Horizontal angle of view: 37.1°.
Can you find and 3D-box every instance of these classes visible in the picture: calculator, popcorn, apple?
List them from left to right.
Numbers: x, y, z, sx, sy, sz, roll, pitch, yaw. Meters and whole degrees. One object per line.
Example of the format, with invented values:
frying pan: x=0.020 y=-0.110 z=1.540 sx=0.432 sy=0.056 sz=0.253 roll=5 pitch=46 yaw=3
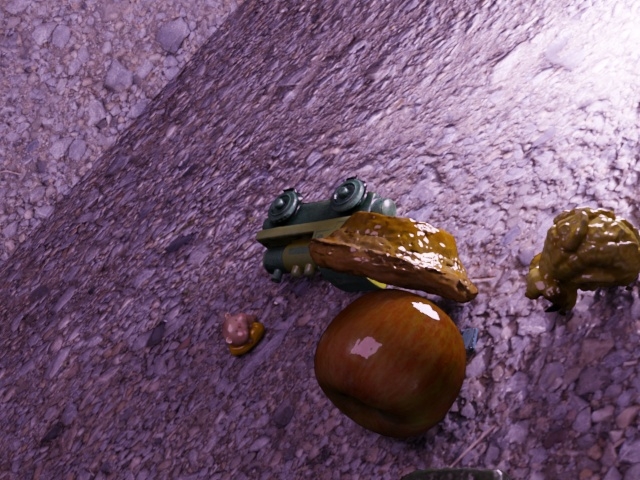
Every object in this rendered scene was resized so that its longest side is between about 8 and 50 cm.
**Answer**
apple: x=0.130 y=0.203 z=1.653 sx=0.264 sy=0.264 sz=0.264 roll=-26 pitch=38 yaw=23
calculator: x=0.214 y=0.197 z=1.783 sx=0.172 sy=0.018 sz=0.057 roll=-13 pitch=43 yaw=38
popcorn: x=0.448 y=0.033 z=1.620 sx=0.195 sy=0.168 sz=0.173 roll=118 pitch=144 yaw=-43

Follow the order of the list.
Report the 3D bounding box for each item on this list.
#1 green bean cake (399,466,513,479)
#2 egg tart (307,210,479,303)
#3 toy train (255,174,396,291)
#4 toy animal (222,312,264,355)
green bean cake: x=0.196 y=0.463 z=1.427 sx=0.223 sy=0.125 sz=0.227 roll=-8 pitch=49 yaw=36
egg tart: x=0.138 y=0.024 z=1.764 sx=0.341 sy=0.341 sz=0.129 roll=11 pitch=88 yaw=50
toy train: x=0.000 y=0.000 z=2.102 sx=0.369 sy=0.150 sz=0.237 roll=-8 pitch=54 yaw=42
toy animal: x=-0.178 y=0.190 z=2.119 sx=0.091 sy=0.082 sz=0.114 roll=-26 pitch=37 yaw=21
